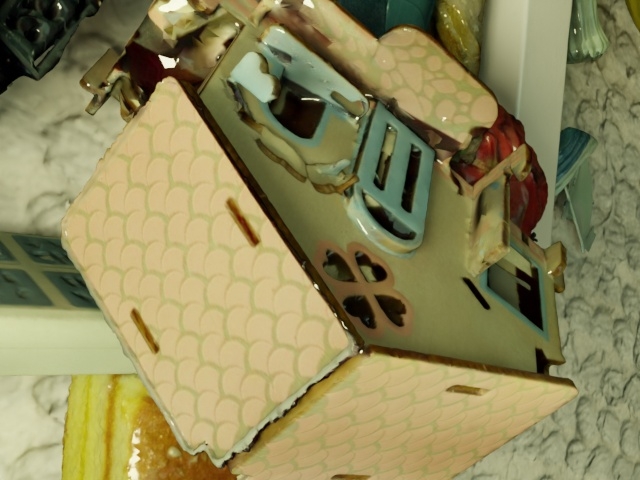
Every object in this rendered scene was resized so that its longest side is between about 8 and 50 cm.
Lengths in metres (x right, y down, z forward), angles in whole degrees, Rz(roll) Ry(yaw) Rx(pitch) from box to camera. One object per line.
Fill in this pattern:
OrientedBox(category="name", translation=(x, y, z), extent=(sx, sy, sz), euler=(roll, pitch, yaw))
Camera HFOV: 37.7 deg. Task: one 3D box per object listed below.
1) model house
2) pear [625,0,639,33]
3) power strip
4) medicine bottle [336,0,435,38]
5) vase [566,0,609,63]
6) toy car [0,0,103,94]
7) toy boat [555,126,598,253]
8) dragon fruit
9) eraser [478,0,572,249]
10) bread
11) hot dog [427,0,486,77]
OrientedBox(category="model house", translation=(0.000, 0.000, 0.512), extent=(0.326, 0.169, 0.244), euler=(39, 36, -14))
OrientedBox(category="pear", translation=(0.492, -0.313, 0.972), extent=(0.418, 0.363, 0.362), euler=(-44, 122, -38))
OrientedBox(category="power strip", translation=(-0.088, 0.042, 0.595), extent=(0.367, 0.106, 0.043), euler=(7, 111, -45))
OrientedBox(category="medicine bottle", translation=(0.053, -0.243, 0.734), extent=(0.124, 0.079, 0.258), euler=(31, 71, -43))
OrientedBox(category="vase", translation=(0.252, -0.254, 0.935), extent=(0.081, 0.081, 0.148), euler=(-27, 114, -40))
OrientedBox(category="toy car", translation=(-0.221, -0.200, 0.425), extent=(0.301, 0.118, 0.193), euler=(55, 53, -29))
OrientedBox(category="toy boat", translation=(0.280, -0.060, 1.003), extent=(0.149, 0.034, 0.105), euler=(38, 69, -39))
OrientedBox(category="dragon fruit", translation=(0.085, -0.033, 0.721), extent=(0.172, 0.172, 0.209), euler=(-63, 144, -21))
OrientedBox(category="eraser", translation=(0.173, -0.143, 0.862), extent=(0.078, 0.076, 0.298), euler=(6, 89, -46))
OrientedBox(category="bread", translation=(-0.054, 0.174, 0.635), extent=(0.234, 0.111, 0.184), euler=(6, 88, -44))
OrientedBox(category="hot dog", translation=(0.114, -0.214, 0.806), extent=(0.078, 0.061, 0.168), euler=(10, 86, -87))
